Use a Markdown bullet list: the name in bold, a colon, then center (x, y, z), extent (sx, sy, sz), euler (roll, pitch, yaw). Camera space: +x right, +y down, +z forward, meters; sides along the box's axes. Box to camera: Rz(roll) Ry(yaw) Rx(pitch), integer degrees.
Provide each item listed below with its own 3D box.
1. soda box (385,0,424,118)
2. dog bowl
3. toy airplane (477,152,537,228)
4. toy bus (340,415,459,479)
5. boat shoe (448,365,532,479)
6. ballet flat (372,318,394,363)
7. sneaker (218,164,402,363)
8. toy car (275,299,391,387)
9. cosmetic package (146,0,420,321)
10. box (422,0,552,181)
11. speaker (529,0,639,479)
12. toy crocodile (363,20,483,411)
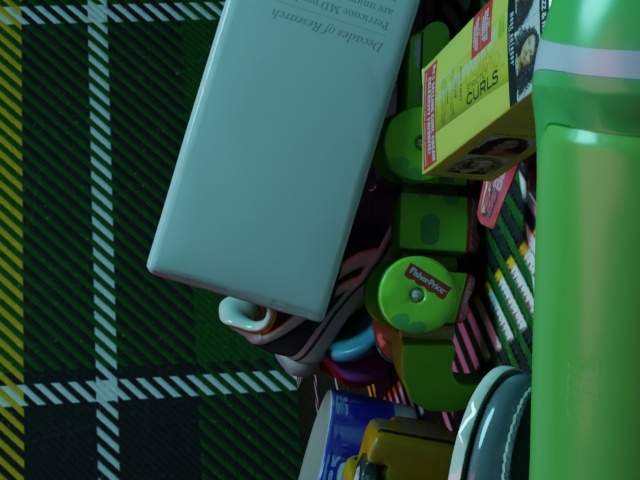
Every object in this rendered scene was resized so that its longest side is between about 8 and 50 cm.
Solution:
- **soda box**: center (0.055, -0.166, 1.346), extent (0.091, 0.098, 0.286), euler (-104, 14, -61)
- **dog bowl**: center (0.030, 0.311, 1.414), extent (0.265, 0.104, 0.265), euler (-166, 90, -87)
- **toy airplane**: center (0.146, -0.065, 0.864), extent (0.151, 0.028, 0.151), euler (-177, 90, -80)
- **toy bus**: center (0.058, 0.328, 1.178), extent (0.130, 0.108, 0.333), euler (-103, 25, -76)
- **boat shoe**: center (0.150, 0.244, 0.806), extent (0.099, 0.116, 0.320), euler (-5, 77, 41)
- **ballet flat**: center (0.087, 0.037, 1.342), extent (0.073, 0.080, 0.232), euler (-54, 31, 32)
- **sneaker**: center (0.000, 0.000, 1.303), extent (0.321, 0.127, 0.126), euler (-59, 27, 27)
- **toy car**: center (0.034, 0.126, 1.563), extent (0.136, 0.159, 0.182), euler (50, 164, 11)
- **cosmetic package**: center (-0.017, -0.168, 1.106), extent (0.230, 0.161, 0.454), euler (-177, 104, -84)
- **box**: center (0.124, -0.105, 0.765), extent (0.232, 0.058, 0.087), euler (142, 131, -75)
- **speaker**: center (0.145, 0.045, 0.482), extent (0.131, 0.131, 0.297), euler (-116, 24, -75)
- **toy crocodile**: center (0.098, -0.021, 1.069), extent (0.115, 0.105, 0.341), euler (151, 121, -84)
